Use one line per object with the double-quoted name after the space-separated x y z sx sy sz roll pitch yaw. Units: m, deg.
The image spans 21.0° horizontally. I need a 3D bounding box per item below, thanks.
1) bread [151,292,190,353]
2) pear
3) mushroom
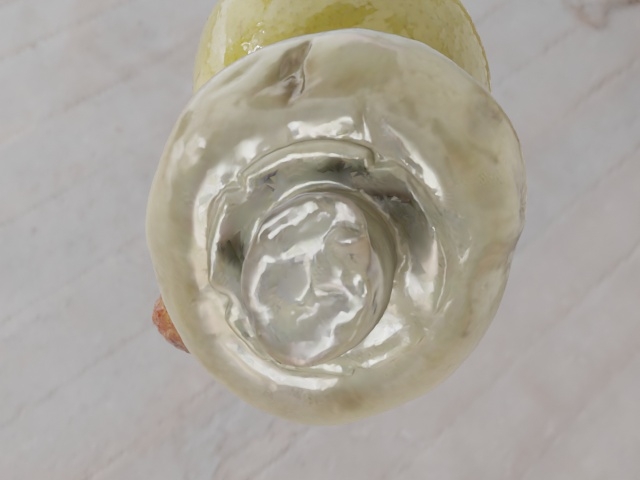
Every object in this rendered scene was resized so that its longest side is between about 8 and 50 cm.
-0.047 0.086 1.712 0.269 0.095 0.139 11 -4 22 "bread"
0.017 -0.151 1.743 0.309 0.309 0.309 16 42 -14 "pear"
0.000 0.000 1.280 0.314 0.314 0.336 31 12 3 "mushroom"
